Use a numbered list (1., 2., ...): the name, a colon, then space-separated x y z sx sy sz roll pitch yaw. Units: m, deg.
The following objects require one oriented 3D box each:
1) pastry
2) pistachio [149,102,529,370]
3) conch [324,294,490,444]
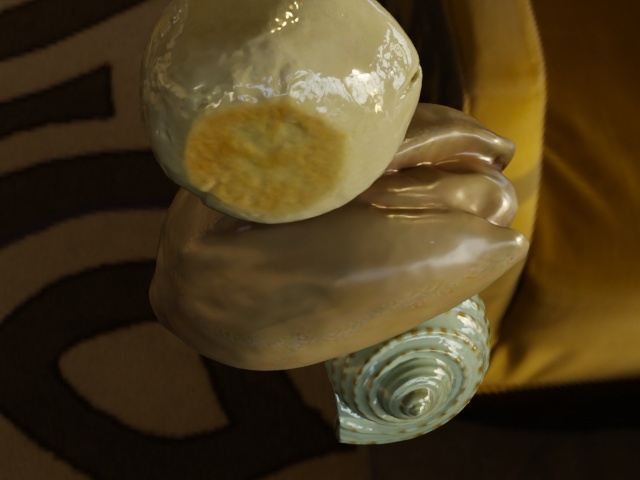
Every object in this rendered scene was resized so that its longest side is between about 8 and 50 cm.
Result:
1. pastry: -0.023 -0.077 0.755 0.157 0.156 0.092 4 55 -8
2. pistachio: 0.000 0.000 0.940 0.181 0.293 0.162 13 59 -58
3. conch: 0.075 0.080 1.122 0.131 0.172 0.200 4 38 13
